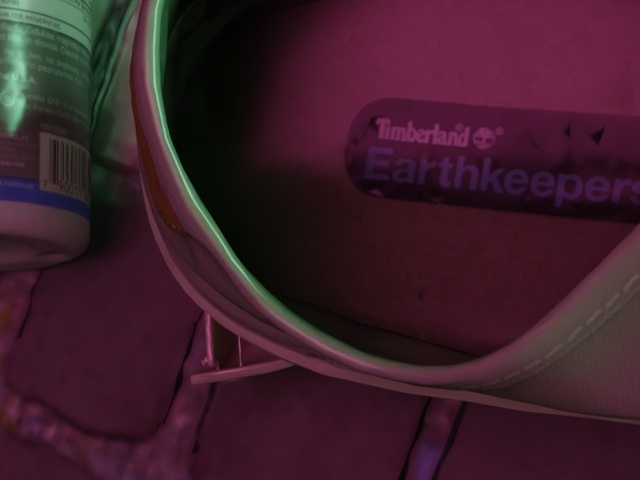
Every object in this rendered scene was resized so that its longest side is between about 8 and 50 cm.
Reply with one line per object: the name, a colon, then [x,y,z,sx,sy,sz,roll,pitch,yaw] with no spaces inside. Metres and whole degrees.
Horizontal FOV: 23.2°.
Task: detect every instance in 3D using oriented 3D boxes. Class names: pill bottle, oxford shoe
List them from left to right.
pill bottle: [-0.114,-0.063,0.510,0.078,0.078,0.137,-7,78,25]
oxford shoe: [0.154,-0.023,0.334,0.449,0.130,0.169,2,78,17]

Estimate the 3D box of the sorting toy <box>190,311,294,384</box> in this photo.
sorting toy: [0.000,0.000,0.466,0.075,0.045,0.083,-8,77,17]
